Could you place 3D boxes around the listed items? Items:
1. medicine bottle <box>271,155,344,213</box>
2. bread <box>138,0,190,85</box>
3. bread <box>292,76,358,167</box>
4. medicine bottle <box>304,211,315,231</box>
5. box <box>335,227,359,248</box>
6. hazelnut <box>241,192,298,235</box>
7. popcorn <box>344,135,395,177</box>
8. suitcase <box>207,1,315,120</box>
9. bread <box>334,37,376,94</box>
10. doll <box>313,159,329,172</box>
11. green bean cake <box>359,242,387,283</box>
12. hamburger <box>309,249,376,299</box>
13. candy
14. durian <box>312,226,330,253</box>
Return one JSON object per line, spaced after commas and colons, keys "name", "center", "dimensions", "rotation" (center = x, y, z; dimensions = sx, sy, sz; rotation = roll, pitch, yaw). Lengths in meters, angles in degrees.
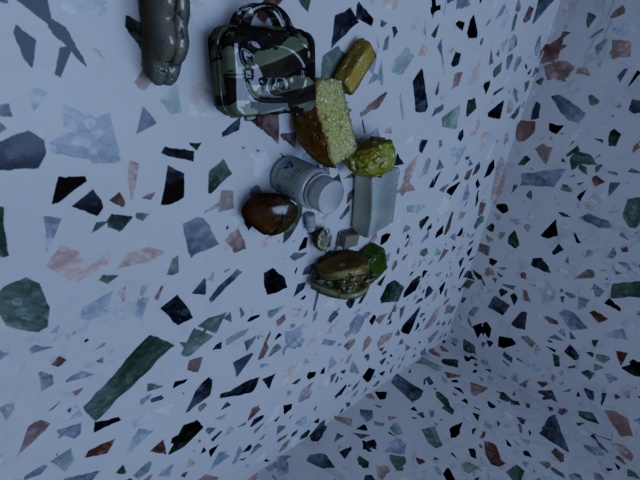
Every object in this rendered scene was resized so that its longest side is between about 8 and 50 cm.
{"name": "medicine bottle", "center": [-0.052, -0.220, 1.594], "dimensions": [0.170, 0.293, 0.170], "rotation": [-27, 132, -34]}
{"name": "bread", "center": [-0.415, -0.585, 1.069], "dimensions": [0.102, 0.183, 0.337], "rotation": [-8, 121, -33]}
{"name": "bread", "center": [0.001, -0.463, 1.572], "dimensions": [0.194, 0.179, 0.340], "rotation": [-36, 122, -32]}
{"name": "medicine bottle", "center": [-0.049, -0.087, 1.875], "dimensions": [0.052, 0.052, 0.089], "rotation": [-29, 133, -30]}
{"name": "box", "center": [0.148, -0.008, 2.124], "dimensions": [0.122, 0.062, 0.089], "rotation": [-12, 123, -40]}
{"name": "hazelnut", "center": [-0.198, -0.105, 1.608], "dimensions": [0.212, 0.181, 0.181], "rotation": [9, 107, -49]}
{"name": "popcorn", "center": [0.229, -0.374, 1.837], "dimensions": [0.266, 0.233, 0.192], "rotation": [-55, 131, -68]}
{"name": "suitcase", "center": [-0.185, -0.577, 1.301], "dimensions": [0.351, 0.194, 0.339], "rotation": [-18, 120, -33]}
{"name": "bread", "center": [0.140, -0.706, 1.631], "dimensions": [0.211, 0.083, 0.114], "rotation": [-56, 146, -1]}
{"name": "doll", "center": [0.023, -0.390, 1.748], "dimensions": [0.114, 0.057, 0.227], "rotation": [-8, 130, -36]}
{"name": "green bean cake", "center": [0.287, 0.140, 2.327], "dimensions": [0.200, 0.113, 0.214], "rotation": [-39, 137, -20]}
{"name": "hamburger", "center": [0.122, 0.178, 2.069], "dimensions": [0.318, 0.277, 0.195], "rotation": [-14, 116, -34]}
{"name": "candy", "center": [0.274, -0.214, 2.053], "dimensions": [0.208, 0.145, 0.359], "rotation": [-27, 133, -33]}
{"name": "durian", "center": [0.001, -0.001, 1.970], "dimensions": [0.110, 0.071, 0.140], "rotation": [-27, 119, -38]}
